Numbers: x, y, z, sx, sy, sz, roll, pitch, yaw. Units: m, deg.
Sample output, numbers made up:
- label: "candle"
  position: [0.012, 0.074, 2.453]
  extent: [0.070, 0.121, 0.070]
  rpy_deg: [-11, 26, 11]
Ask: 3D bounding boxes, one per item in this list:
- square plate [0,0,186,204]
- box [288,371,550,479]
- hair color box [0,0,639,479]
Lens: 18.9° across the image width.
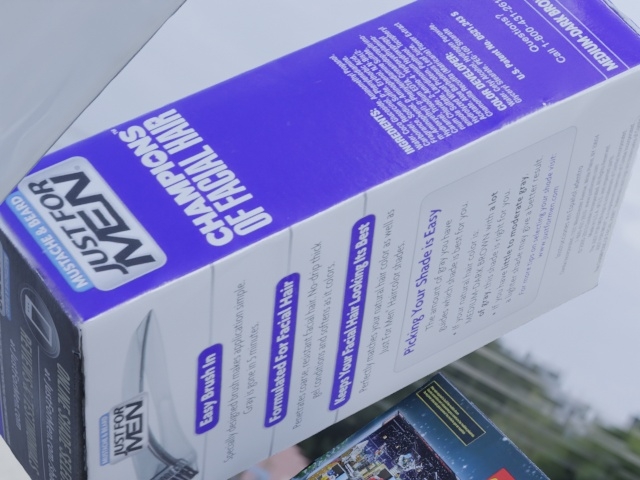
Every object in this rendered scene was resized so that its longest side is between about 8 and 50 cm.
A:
- label: "square plate"
  position: [-0.232, -0.131, 0.649]
  extent: [0.347, 0.344, 0.049]
  rpy_deg: [37, 20, -20]
- label: "box"
  position: [0.036, 0.155, 0.810]
  extent: [0.044, 0.159, 0.233]
  rpy_deg: [58, -5, -22]
- label: "hair color box"
  position: [0.000, 0.000, 0.970]
  extent: [0.110, 0.339, 0.185]
  rpy_deg: [47, -31, 30]
